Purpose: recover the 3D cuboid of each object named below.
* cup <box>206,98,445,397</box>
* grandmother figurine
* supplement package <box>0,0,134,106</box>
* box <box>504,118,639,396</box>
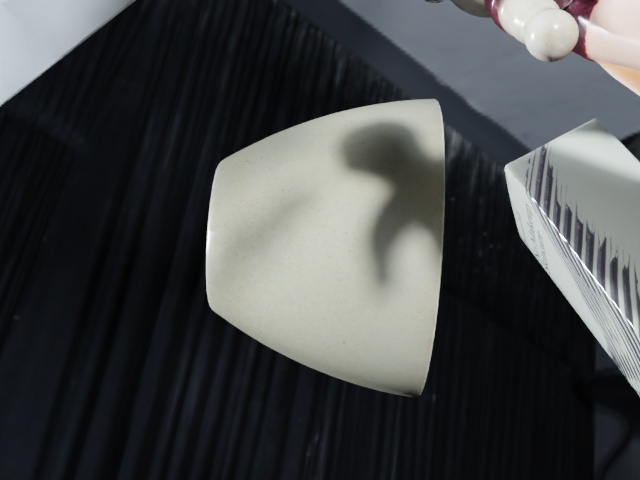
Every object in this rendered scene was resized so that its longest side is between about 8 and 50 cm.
[{"bbox_3d":[0.000,0.000,1.013,0.236,0.331,0.331,4,155,0],"label":"cup"},{"bbox_3d":[0.181,-0.134,0.544,0.207,0.104,0.342,-8,-145,-42],"label":"grandmother figurine"},{"bbox_3d":[-0.285,-0.273,0.710,0.204,0.145,0.262,-37,143,3],"label":"supplement package"},{"bbox_3d":[0.254,0.036,0.704,0.094,0.275,0.113,-27,136,-1],"label":"box"}]
